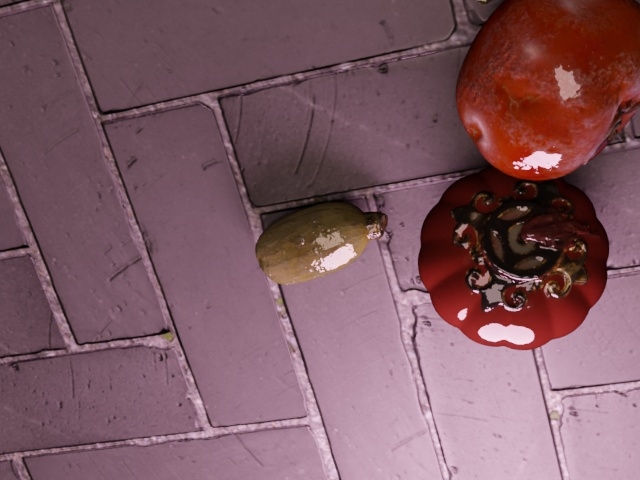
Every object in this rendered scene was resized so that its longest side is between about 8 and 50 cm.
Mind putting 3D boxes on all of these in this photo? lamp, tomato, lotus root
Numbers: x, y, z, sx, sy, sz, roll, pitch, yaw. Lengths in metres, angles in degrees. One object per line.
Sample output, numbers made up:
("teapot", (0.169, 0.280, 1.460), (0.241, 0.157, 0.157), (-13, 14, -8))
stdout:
("lamp", (0.228, 0.017, 1.349), (0.227, 0.227, 0.227), (5, 116, 11))
("tomato", (0.258, -0.184, 1.252), (0.188, 0.232, 0.232), (43, 118, 11))
("lotus root", (0.000, 0.000, 1.475), (0.183, 0.077, 0.090), (-17, 110, 22))

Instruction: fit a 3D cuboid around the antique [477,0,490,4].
("antique", (0.154, -0.378, 1.256), (0.081, 0.080, 0.221), (-31, 105, 26))
